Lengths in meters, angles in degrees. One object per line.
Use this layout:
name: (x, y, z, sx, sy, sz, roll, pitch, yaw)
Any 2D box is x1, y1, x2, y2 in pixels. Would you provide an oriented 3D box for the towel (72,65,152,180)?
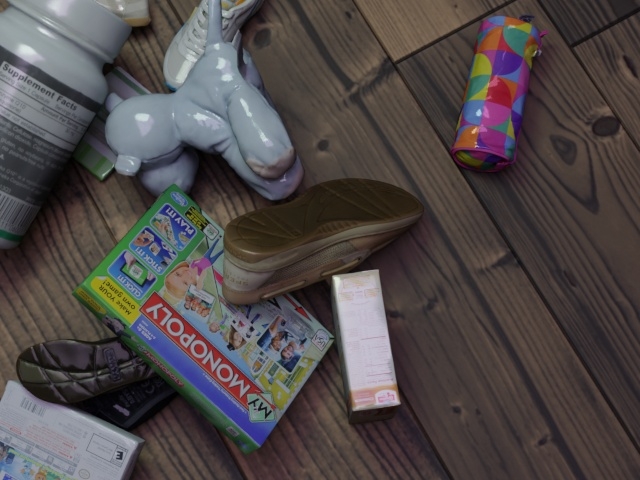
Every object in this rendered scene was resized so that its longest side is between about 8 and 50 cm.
towel: (-0.315, -0.175, 1.886, 0.113, 0.023, 0.152, 39, 80, 12)

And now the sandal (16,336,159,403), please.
sandal: (-0.299, 0.165, 1.711, 0.219, 0.060, 0.090, -15, 88, -8)

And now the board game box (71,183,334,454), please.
board game box: (-0.150, 0.104, 1.703, 0.317, 0.046, 0.213, 44, 51, -10)

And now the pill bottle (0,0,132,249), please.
pill bottle: (-0.425, -0.185, 1.752, 0.204, 0.204, 0.361, 31, 91, 8)

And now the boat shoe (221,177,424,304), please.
boat shoe: (0.000, 0.000, 1.762, 0.341, 0.110, 0.121, -16, 41, -36)

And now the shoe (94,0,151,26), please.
shoe: (-0.366, -0.351, 1.896, 0.219, 0.076, 0.058, -3, 118, -5)

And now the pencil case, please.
pencil case: (0.263, -0.219, 1.864, 0.104, 0.104, 0.236, 15, 76, 4)

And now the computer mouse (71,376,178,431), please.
computer mouse: (-0.263, 0.184, 1.766, 0.272, 0.072, 0.188, -34, 79, 3)

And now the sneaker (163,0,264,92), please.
sneaker: (-0.165, -0.323, 1.890, 0.087, 0.092, 0.229, 30, 78, 6)

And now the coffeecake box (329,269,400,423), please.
coffeecake box: (0.059, 0.149, 1.735, 0.068, 0.142, 0.186, -7, 75, -3)

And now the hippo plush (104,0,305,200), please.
hippo plush: (-0.173, -0.142, 1.758, 0.236, 0.294, 0.234, -25, 54, 1)

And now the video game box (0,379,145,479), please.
video game box: (-0.365, 0.315, 1.708, 0.205, 0.048, 0.187, 24, 87, 11)
